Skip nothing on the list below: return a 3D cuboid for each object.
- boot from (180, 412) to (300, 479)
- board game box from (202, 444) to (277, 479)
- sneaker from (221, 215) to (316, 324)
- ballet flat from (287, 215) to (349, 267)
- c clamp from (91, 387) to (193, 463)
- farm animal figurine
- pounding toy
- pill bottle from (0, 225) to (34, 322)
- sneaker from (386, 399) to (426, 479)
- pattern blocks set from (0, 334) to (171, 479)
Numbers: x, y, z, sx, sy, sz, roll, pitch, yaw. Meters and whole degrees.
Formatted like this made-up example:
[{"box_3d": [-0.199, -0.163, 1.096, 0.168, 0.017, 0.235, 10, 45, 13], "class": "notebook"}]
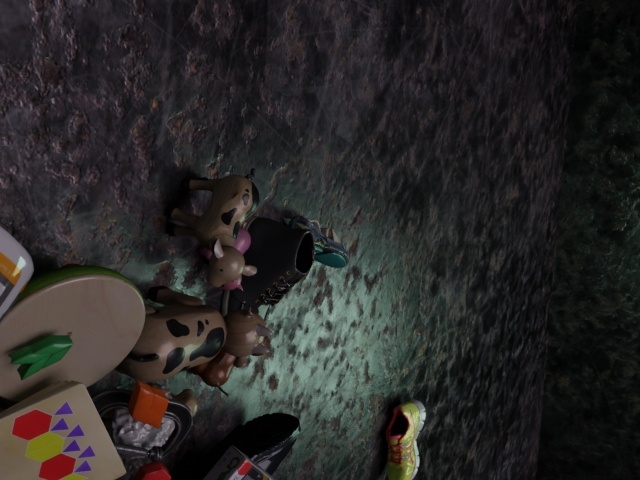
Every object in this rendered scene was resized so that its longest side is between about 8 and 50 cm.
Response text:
[{"box_3d": [-0.120, 0.433, 1.297, 0.246, 0.094, 0.207, -31, 123, -41], "class": "boot"}, {"box_3d": [-0.169, 0.486, 1.171, 0.305, 0.053, 0.193, -49, 126, -13], "class": "board game box"}, {"box_3d": [-0.082, 0.079, 1.209, 0.083, 0.118, 0.222, -6, 106, -57], "class": "sneaker"}, {"box_3d": [0.000, 0.000, 1.366, 0.188, 0.070, 0.070, 30, 76, -60], "class": "ballet flat"}, {"box_3d": [-0.244, 0.240, 0.948, 0.160, 0.022, 0.137, 14, 109, -27], "class": "c clamp"}, {"box_3d": [-0.158, 0.096, 1.043, 0.327, 0.172, 0.330, -32, 127, -48], "class": "farm animal figurine"}, {"box_3d": [-0.320, 0.098, 0.866, 0.237, 0.110, 0.183, -48, 145, 7], "class": "pounding toy"}, {"box_3d": [-0.397, 0.093, 0.677, 0.278, 0.162, 0.162, -62, 145, -24], "class": "pill bottle"}, {"box_3d": [0.185, 0.482, 1.826, 0.094, 0.081, 0.208, 13, 83, -51], "class": "sneaker"}, {"box_3d": [-0.309, 0.242, 0.867, 0.285, 0.026, 0.325, -17, 129, -22], "class": "pattern blocks set"}]
